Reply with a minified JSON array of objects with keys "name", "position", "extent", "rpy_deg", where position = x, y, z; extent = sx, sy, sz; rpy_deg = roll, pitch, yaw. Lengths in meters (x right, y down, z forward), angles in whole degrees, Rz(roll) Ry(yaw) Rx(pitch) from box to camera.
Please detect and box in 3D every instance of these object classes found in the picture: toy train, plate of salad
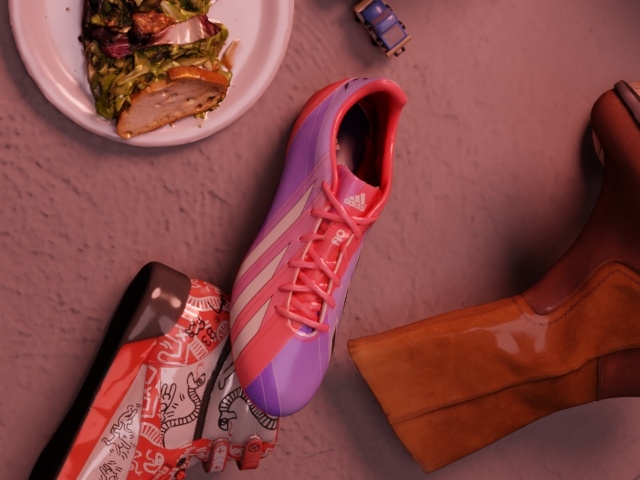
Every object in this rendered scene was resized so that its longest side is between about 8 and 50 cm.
[{"name":"toy train","position":[0.017,-0.197,0.801],"extent":[0.027,0.036,0.158],"rpy_deg":[-41,112,-4]},{"name":"plate of salad","position":[-0.112,-0.162,0.764],"extent":[0.199,0.048,0.200],"rpy_deg":[-4,105,-16]}]

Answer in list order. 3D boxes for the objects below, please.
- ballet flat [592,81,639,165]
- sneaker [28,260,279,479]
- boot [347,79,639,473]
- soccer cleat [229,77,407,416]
[{"name":"ballet flat","position":[0.342,-0.004,0.915],"extent":[0.316,0.106,0.107],"rpy_deg":[39,90,-22]},{"name":"sneaker","position":[-0.121,0.162,0.819],"extent":[0.145,0.090,0.270],"rpy_deg":[27,92,-19]},{"name":"boot","position":[0.154,0.036,0.847],"extent":[0.280,0.096,0.264],"rpy_deg":[-19,124,12]},{"name":"soccer cleat","position":[0.000,0.000,0.776],"extent":[0.083,0.095,0.248],"rpy_deg":[22,74,-24]}]
